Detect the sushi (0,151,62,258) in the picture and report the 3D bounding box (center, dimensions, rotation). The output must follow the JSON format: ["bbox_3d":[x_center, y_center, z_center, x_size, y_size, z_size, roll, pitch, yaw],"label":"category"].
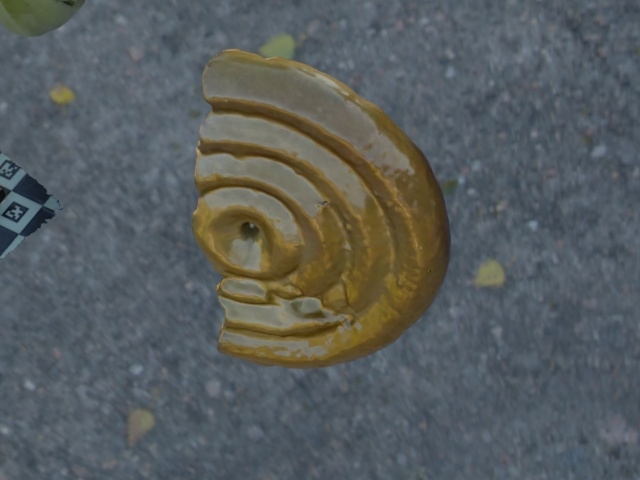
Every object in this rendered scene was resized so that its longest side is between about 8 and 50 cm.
[{"bbox_3d":[-0.428,-0.013,1.486,0.279,0.043,0.192,-39,62,-23],"label":"sushi"}]

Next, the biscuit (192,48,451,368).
[{"bbox_3d":[0.000,0.001,0.789,0.144,0.224,0.033,12,44,8],"label":"biscuit"}]

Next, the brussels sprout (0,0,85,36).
[{"bbox_3d":[-0.272,-0.356,1.382,0.247,0.328,0.328,39,77,8],"label":"brussels sprout"}]
